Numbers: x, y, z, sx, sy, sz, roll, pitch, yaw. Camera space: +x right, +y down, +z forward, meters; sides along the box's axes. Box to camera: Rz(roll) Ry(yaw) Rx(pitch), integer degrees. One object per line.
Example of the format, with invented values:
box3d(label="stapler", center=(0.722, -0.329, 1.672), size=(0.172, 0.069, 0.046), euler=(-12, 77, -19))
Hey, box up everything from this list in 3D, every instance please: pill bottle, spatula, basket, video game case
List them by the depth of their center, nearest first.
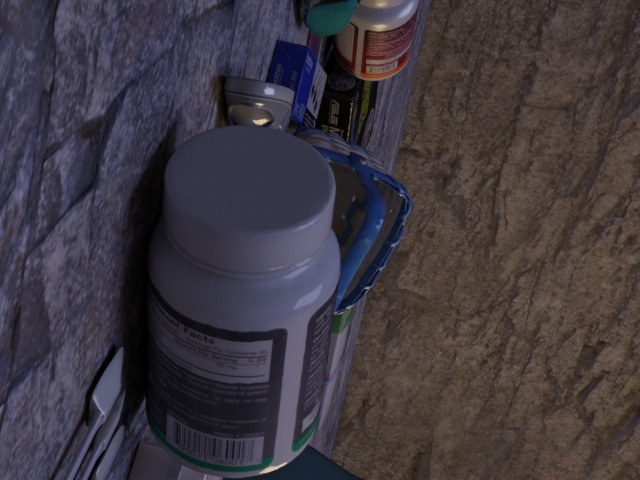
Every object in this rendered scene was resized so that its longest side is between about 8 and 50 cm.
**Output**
box3d(label="spatula", center=(-0.242, 0.239, 1.390), size=(0.168, 0.019, 0.242), euler=(104, 6, -46))
box3d(label="pill bottle", center=(-0.085, 0.069, 1.487), size=(0.204, 0.204, 0.361), euler=(-67, 169, -47))
box3d(label="basket", center=(0.000, 0.000, 1.830), size=(0.255, 0.201, 0.289), euler=(-61, -156, 22))
box3d(label="pill bottle", center=(0.081, -0.335, 2.014), size=(0.221, 0.121, 0.121), euler=(94, 13, -66))
box3d(label="video game case", center=(0.000, -0.256, 2.158), size=(0.196, 0.026, 0.274), euler=(-59, 163, -64))

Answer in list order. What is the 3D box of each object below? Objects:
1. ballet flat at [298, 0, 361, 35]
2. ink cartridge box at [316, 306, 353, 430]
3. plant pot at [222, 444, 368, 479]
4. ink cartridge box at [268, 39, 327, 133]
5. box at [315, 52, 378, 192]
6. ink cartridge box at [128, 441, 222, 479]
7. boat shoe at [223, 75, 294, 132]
box3d(label="ballet flat", center=(0.008, -0.349, 1.856), size=(0.241, 0.091, 0.077), euler=(87, -6, -78))
box3d(label="ink cartridge box", center=(-0.046, 0.164, 2.118), size=(0.093, 0.154, 0.212), euler=(-53, 157, -70))
box3d(label="plant pot", center=(-0.065, 0.411, 2.068), size=(0.271, 0.255, 0.272), euler=(14, 90, -82))
box3d(label="ink cartridge box", center=(-0.034, -0.206, 1.922), size=(0.207, 0.046, 0.097), euler=(31, 73, -82))
box3d(label="box", center=(0.042, -0.203, 2.237), size=(0.270, 0.060, 0.216), euler=(97, 11, -47))
box3d(label="ink cartridge box", center=(-0.177, 0.297, 1.668), size=(0.143, 0.090, 0.092), euler=(62, 43, -77))
box3d(label="boat shoe", center=(-0.073, -0.140, 1.647), size=(0.227, 0.079, 0.081), euler=(58, 43, -84))
